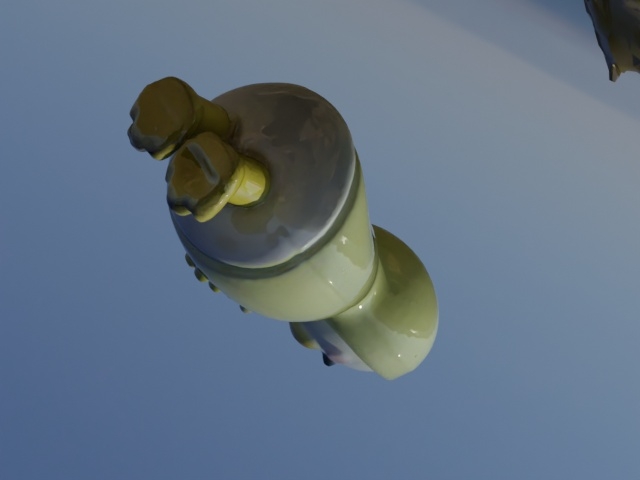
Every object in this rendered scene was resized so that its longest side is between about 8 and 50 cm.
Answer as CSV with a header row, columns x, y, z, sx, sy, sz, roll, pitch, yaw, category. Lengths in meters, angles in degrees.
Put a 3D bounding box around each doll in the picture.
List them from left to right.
x,y,z,sx,sy,sz,roll,pitch,yaw,category
-0.009,0.008,1.161,0.141,0.117,0.296,48,174,39,doll

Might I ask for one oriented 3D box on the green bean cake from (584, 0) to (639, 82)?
x,y,z,sx,sy,sz,roll,pitch,yaw,category
0.180,-0.139,0.516,0.224,0.229,0.131,1,136,23,green bean cake
